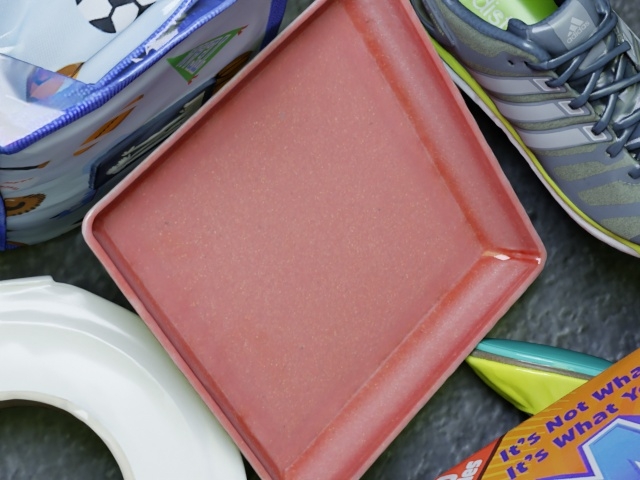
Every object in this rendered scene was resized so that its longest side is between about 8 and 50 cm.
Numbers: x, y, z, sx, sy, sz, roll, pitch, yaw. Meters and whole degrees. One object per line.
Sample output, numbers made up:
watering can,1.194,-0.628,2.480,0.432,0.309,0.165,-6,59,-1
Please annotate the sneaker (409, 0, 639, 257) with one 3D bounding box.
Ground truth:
sneaker,0.157,-0.096,0.950,0.300,0.121,0.111,40,83,10

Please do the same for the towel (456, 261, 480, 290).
towel,0.013,0.050,1.048,0.197,0.029,0.144,-44,90,-12

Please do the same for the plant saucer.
plant saucer,0.000,0.000,0.958,0.259,0.048,0.258,-45,121,-22

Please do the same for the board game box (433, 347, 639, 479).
board game box,0.322,0.245,0.843,0.356,0.356,0.356,-31,108,-12

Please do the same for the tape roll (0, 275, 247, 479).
tape roll,-0.188,0.168,0.964,0.286,0.100,0.286,1,81,-7

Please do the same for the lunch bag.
lunch bag,-0.125,-0.192,0.918,0.239,0.328,0.385,21,77,-5

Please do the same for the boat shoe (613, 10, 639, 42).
boat shoe,0.252,-0.056,1.058,0.320,0.118,0.103,39,82,6

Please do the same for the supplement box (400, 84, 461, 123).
supplement box,0.057,-0.186,1.068,0.080,0.078,0.233,2,81,-8

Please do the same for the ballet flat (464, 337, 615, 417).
ballet flat,0.207,0.113,1.047,0.231,0.077,0.077,5,96,-9
